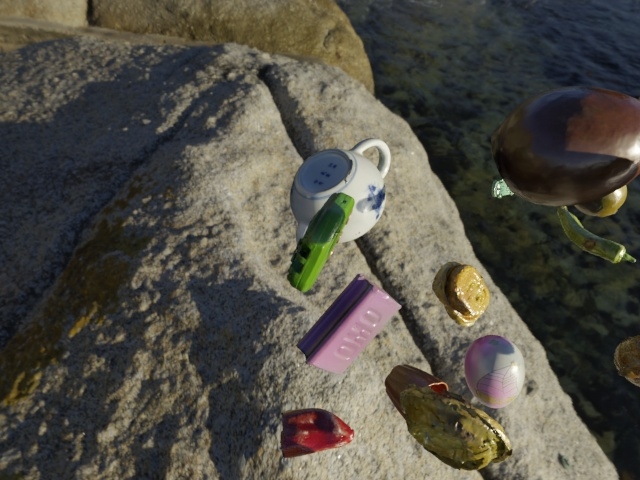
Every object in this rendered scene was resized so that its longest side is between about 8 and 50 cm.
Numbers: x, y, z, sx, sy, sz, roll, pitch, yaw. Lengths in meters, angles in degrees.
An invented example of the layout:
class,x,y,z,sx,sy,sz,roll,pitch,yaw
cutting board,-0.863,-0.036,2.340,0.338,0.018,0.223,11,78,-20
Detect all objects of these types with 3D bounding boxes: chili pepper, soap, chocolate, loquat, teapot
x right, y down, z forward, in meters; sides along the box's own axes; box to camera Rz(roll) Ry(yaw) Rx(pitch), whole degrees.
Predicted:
class,x,y,z,sx,sy,sz,roll,pitch,yaw
chili pepper,0.519,-0.015,0.795,0.043,0.049,0.208,33,22,-28
soap,0.060,0.175,0.824,0.203,0.122,0.065,-50,44,5
chocolate,0.258,-0.099,0.409,0.124,0.133,0.127,53,42,-15
loquat,0.893,-0.154,1.293,0.152,0.152,0.195,-47,112,-36
teapot,0.057,-0.101,1.080,0.252,0.280,0.424,27,72,36
chili pepper,-0.013,0.619,1.315,0.253,0.136,0.144,-12,24,12

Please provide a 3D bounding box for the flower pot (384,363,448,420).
class,x,y,z,sx,sy,sz,roll,pitch,yaw
flower pot,0.328,0.540,1.424,0.191,0.190,0.173,-23,26,-25

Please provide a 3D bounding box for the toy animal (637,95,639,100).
class,x,y,z,sx,sy,sz,roll,pitch,yaw
toy animal,0.485,-0.164,0.457,0.185,0.184,0.104,32,28,14

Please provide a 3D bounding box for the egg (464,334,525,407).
class,x,y,z,sx,sy,sz,roll,pitch,yaw
egg,0.587,0.451,1.365,0.196,0.271,0.196,0,16,0

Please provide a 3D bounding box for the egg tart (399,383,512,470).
class,x,y,z,sx,sy,sz,roll,pitch,yaw
egg tart,0.299,0.445,0.933,0.279,0.279,0.095,27,56,15

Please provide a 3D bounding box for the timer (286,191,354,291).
class,x,y,z,sx,sy,sz,roll,pitch,yaw
timer,0.000,0.000,0.576,0.047,0.140,0.128,28,33,4

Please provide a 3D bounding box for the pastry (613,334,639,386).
class,x,y,z,sx,sy,sz,roll,pitch,yaw
pastry,0.827,0.290,0.940,0.229,0.218,0.100,44,48,-30

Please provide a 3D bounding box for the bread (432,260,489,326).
class,x,y,z,sx,sy,sz,roll,pitch,yaw
bread,0.520,0.191,1.475,0.236,0.120,0.198,53,54,-10

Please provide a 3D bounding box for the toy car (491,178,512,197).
class,x,y,z,sx,sy,sz,roll,pitch,yaw
toy car,0.858,-0.256,1.894,0.186,0.093,0.058,-13,23,-34
